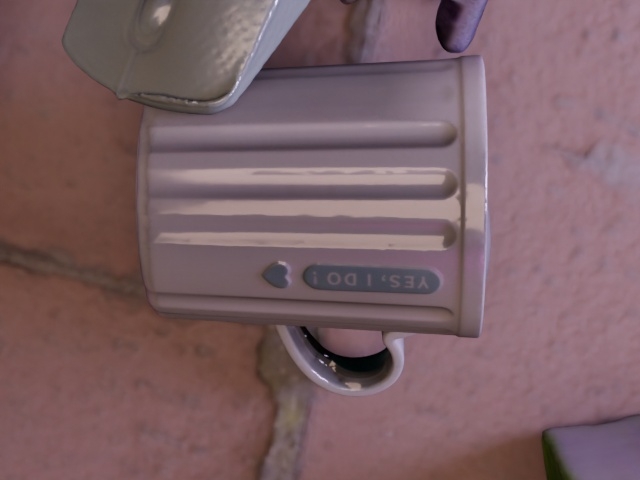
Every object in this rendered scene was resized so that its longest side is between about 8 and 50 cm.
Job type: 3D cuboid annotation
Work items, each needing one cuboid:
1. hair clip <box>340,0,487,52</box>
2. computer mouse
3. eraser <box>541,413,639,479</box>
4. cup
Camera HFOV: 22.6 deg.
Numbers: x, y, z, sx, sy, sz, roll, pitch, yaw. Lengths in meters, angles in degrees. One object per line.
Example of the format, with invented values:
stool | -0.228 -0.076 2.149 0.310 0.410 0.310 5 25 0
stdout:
hair clip | 0.110 -0.214 0.906 0.090 0.137 0.278 31 140 -8
computer mouse | -0.058 -0.178 0.921 0.128 0.079 0.231 19 69 25
eraser | 0.204 0.267 0.996 0.092 0.210 0.274 -8 100 1
cup | -0.001 -0.001 0.961 0.202 0.167 0.221 1 98 3
